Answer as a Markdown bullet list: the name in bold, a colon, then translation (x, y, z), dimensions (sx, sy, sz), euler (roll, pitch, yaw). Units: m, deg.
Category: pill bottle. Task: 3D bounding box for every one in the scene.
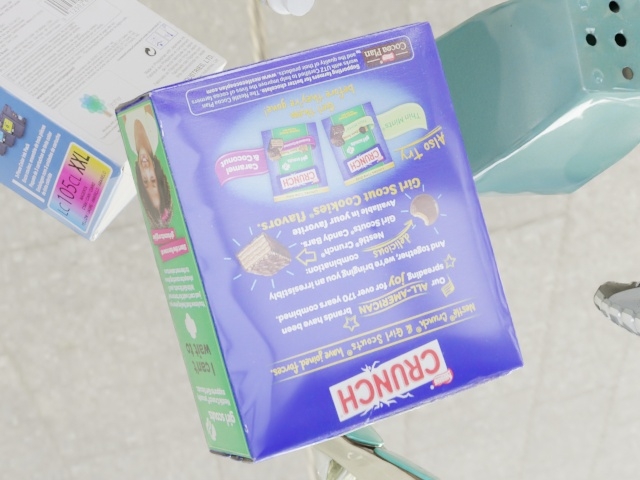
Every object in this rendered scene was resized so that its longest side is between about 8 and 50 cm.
- **pill bottle**: translation (-0.041, -0.242, 1.396), dimensions (0.043, 0.083, 0.043), euler (-19, 126, -28)

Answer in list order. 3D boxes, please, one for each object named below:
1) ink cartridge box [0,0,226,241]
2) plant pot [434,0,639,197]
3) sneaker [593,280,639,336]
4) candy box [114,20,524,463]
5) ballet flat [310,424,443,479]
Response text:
- **ink cartridge box**: translation (-0.350, -0.216, 1.749), dimensions (0.395, 0.270, 0.151), euler (35, 132, 2)
- **plant pot**: translation (0.229, -0.155, 1.448), dimensions (0.165, 0.165, 0.234), euler (-3, 166, -24)
- **sneaker**: translation (0.405, 0.058, 1.651), dimensions (0.086, 0.228, 0.132), euler (19, 100, -28)
- **candy box**: translation (0.000, 0.000, 1.269), dimensions (0.268, 0.317, 0.122), euler (-16, -178, -21)
- **ballet flat**: translation (0.042, 0.233, 1.490), dimensions (0.086, 0.248, 0.086), euler (-15, 118, -30)
